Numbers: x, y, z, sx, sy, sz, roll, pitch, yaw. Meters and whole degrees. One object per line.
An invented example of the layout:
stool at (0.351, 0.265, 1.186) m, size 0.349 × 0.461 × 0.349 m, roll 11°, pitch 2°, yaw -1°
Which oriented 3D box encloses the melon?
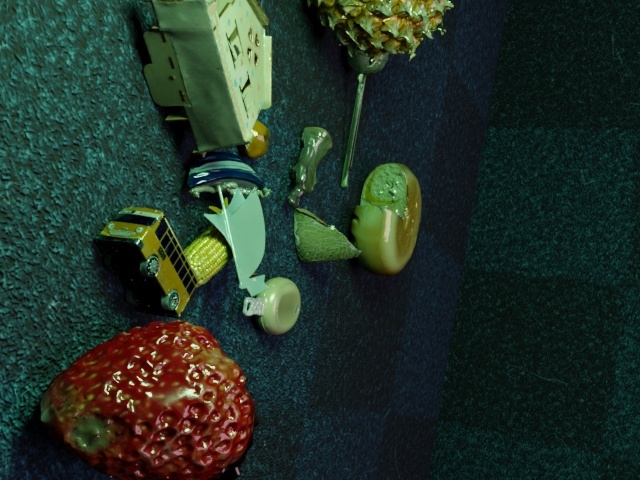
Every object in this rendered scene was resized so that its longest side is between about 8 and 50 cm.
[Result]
melon at (-0.003, 0.004, 2.036) m, size 0.139 × 0.202 × 0.093 m, roll -54°, pitch -176°, yaw 18°

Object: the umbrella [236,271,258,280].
umbrella at (-0.163, 0.078, 1.806) m, size 0.083 × 0.020 × 0.031 m, roll -7°, pitch 102°, yaw -59°

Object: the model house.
model house at (-0.197, -0.352, 1.477) m, size 0.244 × 0.169 × 0.326 m, roll -68°, pitch 153°, yaw -45°

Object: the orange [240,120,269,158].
orange at (-0.141, -0.217, 1.726) m, size 0.086 × 0.062 × 0.086 m, roll -21°, pitch 114°, yaw -59°

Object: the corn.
corn at (-0.207, 0.011, 1.618) m, size 0.248 × 0.081 × 0.081 m, roll -49°, pitch 138°, yaw -52°

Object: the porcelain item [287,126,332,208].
porcelain item at (-0.035, -0.168, 1.954) m, size 0.081 × 0.069 × 0.216 m, roll 63°, pitch 40°, yaw -56°

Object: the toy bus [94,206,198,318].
toy bus at (-0.298, 0.036, 1.410) m, size 0.201 × 0.098 × 0.114 m, roll 71°, pitch 35°, yaw -44°

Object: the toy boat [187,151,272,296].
toy boat at (-0.157, -0.034, 1.589) m, size 0.220 × 0.067 × 0.291 m, roll -3°, pitch 71°, yaw -52°

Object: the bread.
bread at (0.187, -0.057, 2.350) m, size 0.333 × 0.160 × 0.333 m, roll -30°, pitch 124°, yaw -58°

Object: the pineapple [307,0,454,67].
pineapple at (0.132, -0.611, 1.881) m, size 0.300 × 0.352 × 0.352 m, roll 36°, pitch 64°, yaw -61°

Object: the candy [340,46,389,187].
candy at (0.099, -0.361, 2.189) m, size 0.119 × 0.119 × 0.440 m, roll -12°, pitch 116°, yaw -64°

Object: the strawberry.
strawberry at (-0.265, 0.259, 1.313) m, size 0.310 × 0.291 × 0.292 m, roll 54°, pitch 49°, yaw -57°

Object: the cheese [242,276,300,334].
cheese at (-0.119, 0.152, 1.864) m, size 0.227 × 0.064 × 0.137 m, roll 9°, pitch 86°, yaw -64°
